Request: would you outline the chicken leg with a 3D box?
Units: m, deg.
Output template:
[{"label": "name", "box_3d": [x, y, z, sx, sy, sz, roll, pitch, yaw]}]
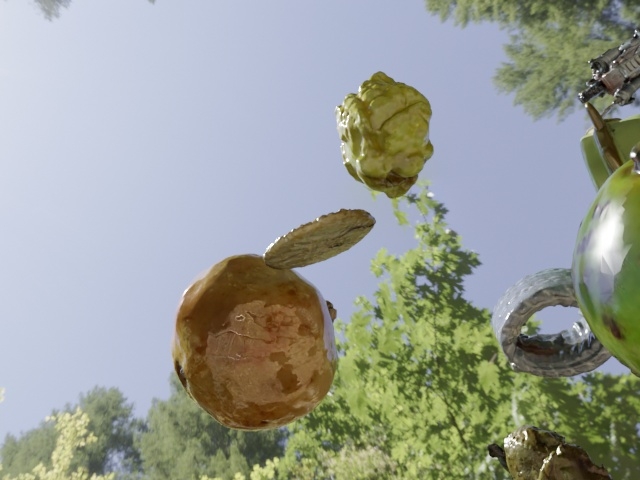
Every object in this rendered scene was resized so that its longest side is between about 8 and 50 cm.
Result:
[{"label": "chicken leg", "box_3d": [0.488, 0.534, 1.116, 0.140, 0.361, 0.211, 16, -49, -38]}]

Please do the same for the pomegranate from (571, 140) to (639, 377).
[{"label": "pomegranate", "box_3d": [0.295, 0.033, 0.384, 0.211, 0.211, 0.263, -42, -88, -4]}]

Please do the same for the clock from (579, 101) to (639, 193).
[{"label": "clock", "box_3d": [0.551, -0.081, 0.971, 0.117, 0.286, 0.348, -25, -54, 31]}]

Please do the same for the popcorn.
[{"label": "popcorn", "box_3d": [0.132, -0.223, 1.195, 0.195, 0.256, 0.255, -13, -100, -26]}]

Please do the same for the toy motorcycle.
[{"label": "toy motorcycle", "box_3d": [0.717, -0.402, 1.351, 0.401, 0.207, 0.134, -35, -91, -26]}]

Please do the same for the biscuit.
[{"label": "biscuit", "box_3d": [0.000, 0.001, 1.028, 0.220, 0.220, 0.033, -20, -108, -9]}]

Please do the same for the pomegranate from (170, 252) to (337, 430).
[{"label": "pomegranate", "box_3d": [-0.133, 0.231, 1.311, 0.412, 0.411, 0.411, -1, -83, -11]}]

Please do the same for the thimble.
[{"label": "thimble", "box_3d": [0.479, 0.169, 1.181, 0.236, 0.172, 0.205, -38, -86, 16]}]
